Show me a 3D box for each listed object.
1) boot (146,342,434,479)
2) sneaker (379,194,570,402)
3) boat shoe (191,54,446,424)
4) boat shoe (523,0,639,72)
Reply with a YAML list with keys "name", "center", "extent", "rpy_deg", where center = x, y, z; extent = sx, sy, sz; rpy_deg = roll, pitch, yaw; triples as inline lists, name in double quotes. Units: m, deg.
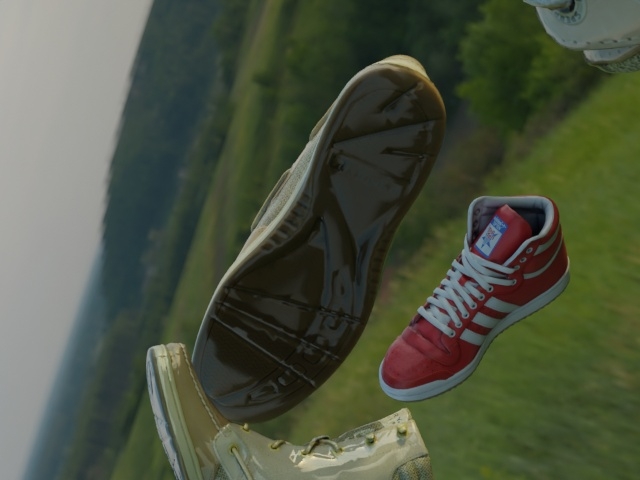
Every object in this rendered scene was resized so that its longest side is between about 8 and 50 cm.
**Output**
- name: "boot"
  center: [-0.016, 0.146, 1.094]
  extent: [0.077, 0.165, 0.213]
  rpy_deg: [139, 108, -79]
- name: "sneaker"
  center: [0.071, 0.023, 0.759]
  extent: [0.118, 0.042, 0.067]
  rpy_deg: [-38, -36, -20]
- name: "boat shoe"
  center: [0.000, 0.000, 1.181]
  extent: [0.302, 0.109, 0.098]
  rpy_deg: [-62, 5, 16]
- name: "boat shoe"
  center: [0.092, -0.093, 0.404]
  extent: [0.110, 0.341, 0.121]
  rpy_deg: [-59, -7, 20]
